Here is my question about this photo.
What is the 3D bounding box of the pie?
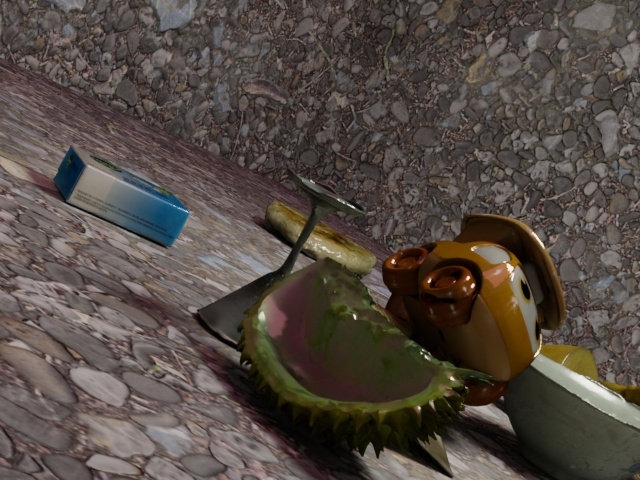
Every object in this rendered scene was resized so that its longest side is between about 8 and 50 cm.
[{"bbox_3d":[0.000,0.000,2.786,0.337,0.075,0.337,29,6,-3],"label":"pie"}]

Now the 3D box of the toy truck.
[{"bbox_3d":[0.224,0.091,1.603,0.288,0.212,0.204,28,-37,63],"label":"toy truck"}]

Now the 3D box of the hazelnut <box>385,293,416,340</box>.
[{"bbox_3d":[0.219,0.135,1.976,0.208,0.208,0.208,29,5,-3],"label":"hazelnut"}]

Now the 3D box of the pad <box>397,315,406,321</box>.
[{"bbox_3d":[-0.055,0.096,1.732,0.323,0.055,0.250,12,-7,41],"label":"pad"}]

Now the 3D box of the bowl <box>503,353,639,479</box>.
[{"bbox_3d":[0.391,0.294,1.686,0.313,0.146,0.313,27,5,-2],"label":"bowl"}]

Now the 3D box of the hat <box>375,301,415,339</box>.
[{"bbox_3d":[0.035,0.100,1.536,0.193,0.082,0.193,-5,11,1],"label":"hat"}]

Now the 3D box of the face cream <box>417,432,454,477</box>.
[{"bbox_3d":[0.102,0.201,1.466,0.137,0.084,0.341,47,6,-13],"label":"face cream"}]

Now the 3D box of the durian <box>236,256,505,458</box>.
[{"bbox_3d":[0.020,0.127,1.200,0.158,0.169,0.352,26,8,-36],"label":"durian"}]

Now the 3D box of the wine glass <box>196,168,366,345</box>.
[{"bbox_3d":[-0.044,0.032,1.421,0.156,0.232,0.156,29,6,-3],"label":"wine glass"}]

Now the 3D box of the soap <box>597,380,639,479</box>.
[{"bbox_3d":[0.657,0.289,1.865,0.169,0.304,0.338,29,22,-27],"label":"soap"}]

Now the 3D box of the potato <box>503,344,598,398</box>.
[{"bbox_3d":[0.412,0.269,2.035,0.158,0.178,0.203,14,26,41],"label":"potato"}]

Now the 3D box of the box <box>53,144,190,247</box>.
[{"bbox_3d":[-0.328,-0.072,1.782,0.194,0.073,0.139,26,7,-28],"label":"box"}]
